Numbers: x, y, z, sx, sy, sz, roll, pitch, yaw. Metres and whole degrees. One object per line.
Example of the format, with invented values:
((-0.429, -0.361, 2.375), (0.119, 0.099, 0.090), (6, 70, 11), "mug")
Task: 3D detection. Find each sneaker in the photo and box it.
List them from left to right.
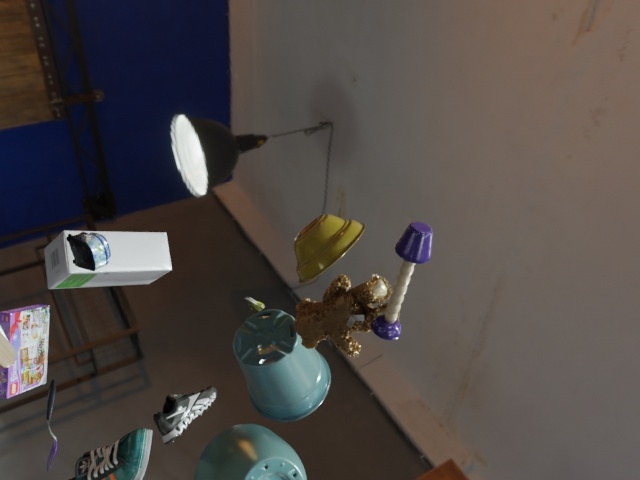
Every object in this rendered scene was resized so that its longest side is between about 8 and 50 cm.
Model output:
((-0.472, 0.506, 1.285), (0.302, 0.121, 0.108), (-51, -149, 30), "sneaker")
((-0.392, 0.475, 1.685), (0.078, 0.234, 0.106), (-34, -87, 37), "sneaker")
((-0.241, 0.229, 2.072), (0.035, 0.083, 0.031), (-63, -178, 5), "sneaker")

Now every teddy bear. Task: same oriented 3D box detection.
((0.084, 0.226, 1.797), (0.338, 0.113, 0.245), (-39, -95, 23), "teddy bear")

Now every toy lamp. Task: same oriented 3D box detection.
((0.175, 0.086, 1.242), (0.080, 0.080, 0.274), (47, -46, 40), "toy lamp")

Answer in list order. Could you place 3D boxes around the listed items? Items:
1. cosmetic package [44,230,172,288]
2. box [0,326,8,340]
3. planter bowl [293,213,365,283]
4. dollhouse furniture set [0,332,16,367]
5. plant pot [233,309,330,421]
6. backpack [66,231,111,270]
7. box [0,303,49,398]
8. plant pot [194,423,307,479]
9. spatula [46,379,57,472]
((-0.728, 0.064, 2.009), (0.197, 0.366, 0.155), (-28, -111, 43), "cosmetic package")
((-1.011, 0.258, 1.541), (0.127, 0.262, 0.231), (-12, -76, 37), "box")
((0.000, 0.000, 1.431), (0.090, 0.217, 0.217), (48, -25, -10), "planter bowl")
((-0.656, 0.282, 0.989), (0.242, 0.212, 0.161), (-81, 156, -52), "dollhouse furniture set")
((-0.163, 0.458, 2.223), (0.341, 0.341, 0.334), (45, -18, 43), "plant pot")
((-0.651, 0.028, 1.662), (0.114, 0.084, 0.105), (14, -59, 37), "backpack")
((-1.046, 0.382, 2.046), (0.201, 0.057, 0.293), (-6, 100, -79), "box")
((-0.170, 0.661, 1.577), (0.235, 0.293, 0.293), (-21, -92, 62), "plant pot")
((-0.836, 0.574, 1.809), (0.084, 0.030, 0.296), (23, -69, 62), "spatula")
